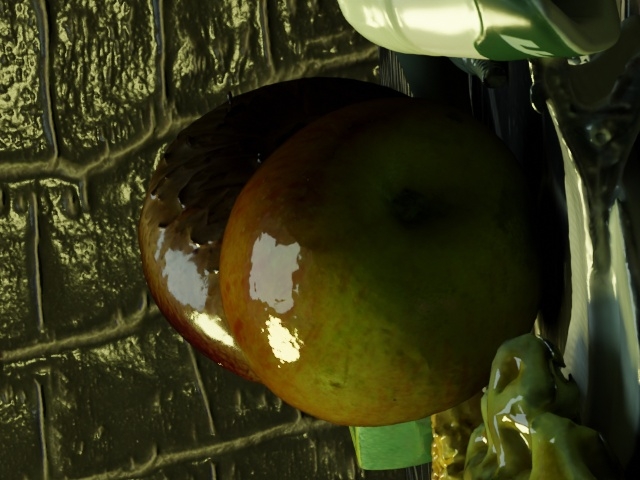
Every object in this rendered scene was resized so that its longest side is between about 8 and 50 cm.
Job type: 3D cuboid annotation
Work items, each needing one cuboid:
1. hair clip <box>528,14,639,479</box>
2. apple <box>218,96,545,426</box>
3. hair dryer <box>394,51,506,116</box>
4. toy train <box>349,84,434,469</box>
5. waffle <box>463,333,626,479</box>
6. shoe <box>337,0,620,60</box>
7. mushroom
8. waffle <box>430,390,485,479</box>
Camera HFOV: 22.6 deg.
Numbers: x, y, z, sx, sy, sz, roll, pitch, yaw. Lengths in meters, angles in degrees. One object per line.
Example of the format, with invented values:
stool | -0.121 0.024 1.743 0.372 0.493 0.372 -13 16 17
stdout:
hair clip | 0.109 0.014 0.637 0.140 0.054 0.220 -104 6 -61
apple | 0.039 0.011 0.937 0.196 0.196 0.195 175 90 -90
hair dryer | 0.095 -0.137 1.179 0.219 0.088 0.224 73 175 -56
toy train | 0.065 0.028 1.596 0.237 0.150 0.368 -107 9 -45
waffle | 0.101 0.164 0.637 0.204 0.054 0.223 81 170 -47
shoe | 0.082 -0.184 0.535 0.110 0.095 0.264 27 112 47
mushroom | 0.007 -0.011 1.154 0.297 0.278 0.163 -120 34 -47
waffle | 0.121 0.241 1.225 0.160 0.055 0.210 84 -178 -46
